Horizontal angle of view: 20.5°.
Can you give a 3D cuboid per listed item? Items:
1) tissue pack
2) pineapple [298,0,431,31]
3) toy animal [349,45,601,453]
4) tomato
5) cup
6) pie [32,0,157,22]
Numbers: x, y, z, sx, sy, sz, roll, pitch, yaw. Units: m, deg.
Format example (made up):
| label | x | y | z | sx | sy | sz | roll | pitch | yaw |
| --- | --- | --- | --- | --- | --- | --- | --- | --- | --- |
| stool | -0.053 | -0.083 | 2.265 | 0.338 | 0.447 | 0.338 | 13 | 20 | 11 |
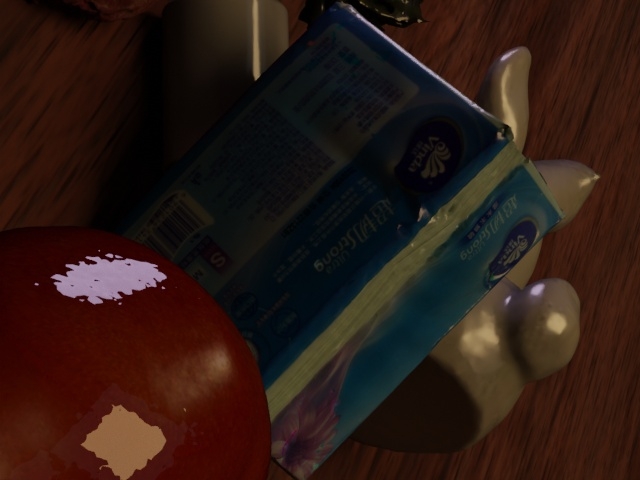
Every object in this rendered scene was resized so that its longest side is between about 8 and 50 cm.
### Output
| label | x | y | z | sx | sy | sz | roll | pitch | yaw |
| --- | --- | --- | --- | --- | --- | --- | --- | --- | --- |
| tissue pack | 0.000 | 0.000 | 1.222 | 0.263 | 0.198 | 0.146 | -45 | 140 | -3 |
| pineapple | -0.020 | -0.253 | 1.352 | 0.310 | 0.170 | 0.141 | 55 | 8 | -49 |
| toy animal | 0.132 | 0.006 | 1.535 | 0.196 | 0.241 | 0.368 | 63 | 34 | -34 |
| tomato | -0.168 | 0.120 | 0.975 | 0.226 | 0.298 | 0.298 | 48 | 19 | 23 |
| cup | -0.077 | -0.110 | 1.359 | 0.099 | 0.136 | 0.133 | 2 | 79 | -18 |
| pie | -0.173 | -0.262 | 1.250 | 0.204 | 0.054 | 0.219 | -22 | 104 | -61 |
